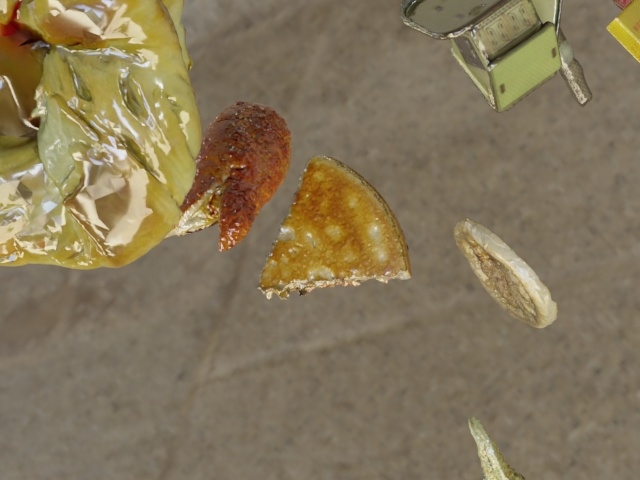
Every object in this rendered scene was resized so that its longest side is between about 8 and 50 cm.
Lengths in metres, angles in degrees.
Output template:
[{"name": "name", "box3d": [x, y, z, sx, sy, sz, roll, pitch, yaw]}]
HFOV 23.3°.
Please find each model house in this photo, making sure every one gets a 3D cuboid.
[{"name": "model house", "box3d": [0.283, -0.268, 2.272, 0.218, 0.279, 0.205, -34, 26, -6]}]

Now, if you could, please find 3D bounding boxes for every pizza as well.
[{"name": "pizza", "box3d": [0.000, 0.000, 1.932, 0.193, 0.053, 0.201, -29, 74, 1]}]

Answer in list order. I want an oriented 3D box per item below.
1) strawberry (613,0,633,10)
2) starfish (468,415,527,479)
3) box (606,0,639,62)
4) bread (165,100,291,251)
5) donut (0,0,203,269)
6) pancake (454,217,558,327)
[{"name": "strawberry", "box3d": [0.420, -0.367, 1.655, 0.261, 0.261, 0.257, -11, 18, 43]}, {"name": "starfish", "box3d": [0.242, 0.349, 1.597, 0.078, 0.358, 0.347, -43, -8, -45]}, {"name": "box", "box3d": [0.354, -0.175, 1.505, 0.087, 0.155, 0.023, -42, -3, -42]}, {"name": "bread", "box3d": [-0.121, -0.094, 2.101, 0.139, 0.095, 0.269, 5, 41, 22]}, {"name": "donut", "box3d": [-0.262, -0.132, 1.304, 0.360, 0.360, 0.170, -30, 22, 23]}, {"name": "pancake", "box3d": [0.194, 0.036, 1.653, 0.025, 0.152, 0.151, -42, 31, -10]}]
